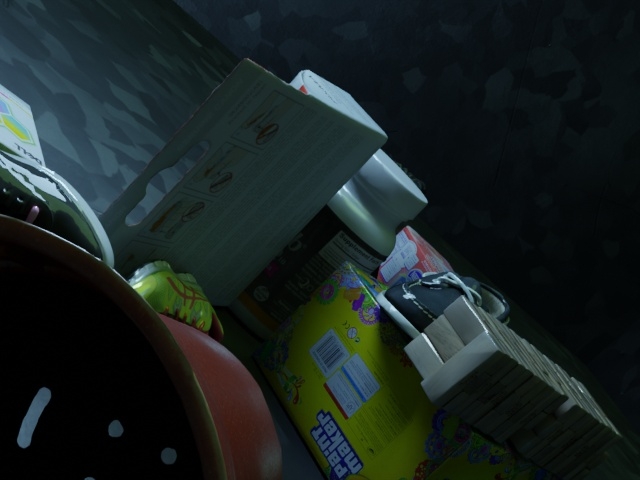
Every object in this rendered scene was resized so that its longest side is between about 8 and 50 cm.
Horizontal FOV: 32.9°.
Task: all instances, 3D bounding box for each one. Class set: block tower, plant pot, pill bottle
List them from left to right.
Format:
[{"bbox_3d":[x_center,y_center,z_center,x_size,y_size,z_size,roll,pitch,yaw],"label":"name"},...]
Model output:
[{"bbox_3d":[-0.144,0.136,0.581,0.272,0.272,0.265,48,3,12],"label":"plant pot"},{"bbox_3d":[0.000,0.000,1.454,0.162,0.278,0.162,43,11,-10],"label":"pill bottle"},{"bbox_3d":[0.223,0.173,1.215,0.335,0.091,0.097,35,17,-46],"label":"block tower"}]

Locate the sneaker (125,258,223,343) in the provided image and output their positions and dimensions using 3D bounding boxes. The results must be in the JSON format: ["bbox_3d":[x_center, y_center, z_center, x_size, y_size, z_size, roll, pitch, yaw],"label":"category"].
[{"bbox_3d":[-0.155,0.080,1.130,0.094,0.081,0.208,50,12,14],"label":"sneaker"}]

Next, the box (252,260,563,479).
[{"bbox_3d":[0.114,0.219,1.347,0.279,0.177,0.290,32,17,-48],"label":"box"}]

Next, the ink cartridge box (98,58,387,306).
[{"bbox_3d":[-0.116,-0.067,1.209,0.091,0.308,0.385,50,13,21],"label":"ink cartridge box"}]

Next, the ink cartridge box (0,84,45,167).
[{"bbox_3d":[-0.350,-0.103,1.123,0.109,0.062,0.209,38,14,-36],"label":"ink cartridge box"}]

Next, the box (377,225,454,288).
[{"bbox_3d":[0.193,0.123,2.026,0.142,0.154,0.300,39,12,-27],"label":"box"}]

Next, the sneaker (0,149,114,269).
[{"bbox_3d":[-0.319,-0.040,0.939,0.296,0.104,0.147,40,14,-3],"label":"sneaker"}]

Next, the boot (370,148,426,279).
[{"bbox_3d":[0.079,0.009,1.742,0.131,0.260,0.348,38,13,-31],"label":"boot"}]

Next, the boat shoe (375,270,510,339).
[{"bbox_3d":[0.154,0.079,1.302,0.114,0.091,0.302,47,10,16],"label":"boat shoe"}]
